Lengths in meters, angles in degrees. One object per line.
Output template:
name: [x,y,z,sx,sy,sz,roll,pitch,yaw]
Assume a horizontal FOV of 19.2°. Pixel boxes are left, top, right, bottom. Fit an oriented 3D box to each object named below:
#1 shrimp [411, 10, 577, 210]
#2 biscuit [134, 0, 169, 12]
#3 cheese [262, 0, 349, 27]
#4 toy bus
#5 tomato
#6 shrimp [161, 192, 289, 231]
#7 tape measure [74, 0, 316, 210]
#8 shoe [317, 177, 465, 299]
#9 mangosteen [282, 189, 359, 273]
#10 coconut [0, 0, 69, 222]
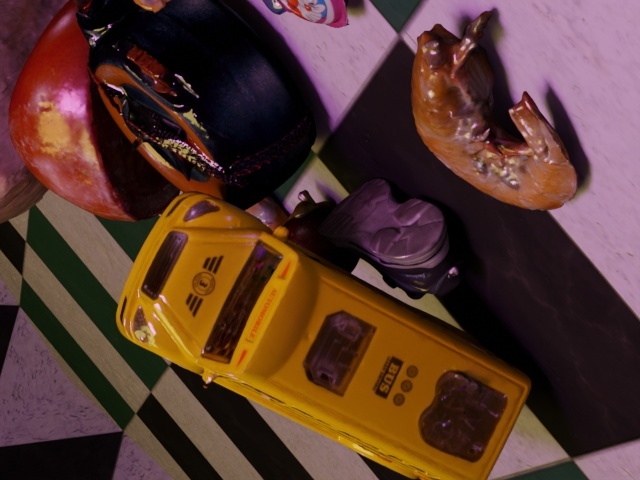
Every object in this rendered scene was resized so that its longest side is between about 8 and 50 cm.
shrimp: [0.118,-0.083,1.260,0.132,0.051,0.187,20,157,27]
biscuit: [-0.206,-0.352,1.453,0.379,0.094,0.054,56,170,-16]
cheese: [-0.020,-0.192,1.389,0.095,0.038,0.145,55,164,-12]
toy bus: [0.003,0.089,1.567,0.330,0.144,0.152,28,176,-21]
tomato: [-0.219,-0.126,1.782,0.139,0.200,0.233,-2,130,21]
shrimp: [-0.107,-0.029,1.988,0.287,0.063,0.152,26,149,51]
tape measure: [-0.108,-0.124,1.624,0.223,0.135,0.202,35,159,41]
shoe: [0.069,0.010,1.570,0.099,0.071,0.169,51,166,-28]
mangosteen: [0.000,0.003,1.737,0.081,0.081,0.081,46,164,17]
coconut: [-0.404,-0.185,1.956,0.404,0.404,0.404,46,164,17]
